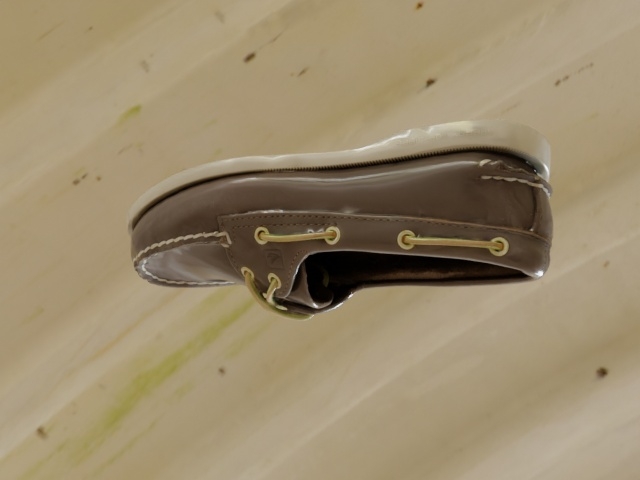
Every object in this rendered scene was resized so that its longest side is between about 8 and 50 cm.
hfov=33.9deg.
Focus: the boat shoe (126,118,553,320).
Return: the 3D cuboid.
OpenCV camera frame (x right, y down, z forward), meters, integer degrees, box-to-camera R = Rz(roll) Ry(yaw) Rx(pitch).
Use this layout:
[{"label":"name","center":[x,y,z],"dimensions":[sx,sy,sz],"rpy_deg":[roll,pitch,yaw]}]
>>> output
[{"label":"boat shoe","center":[0.000,0.000,0.726],"dimensions":[0.324,0.097,0.116],"rpy_deg":[-9,-24,24]}]
